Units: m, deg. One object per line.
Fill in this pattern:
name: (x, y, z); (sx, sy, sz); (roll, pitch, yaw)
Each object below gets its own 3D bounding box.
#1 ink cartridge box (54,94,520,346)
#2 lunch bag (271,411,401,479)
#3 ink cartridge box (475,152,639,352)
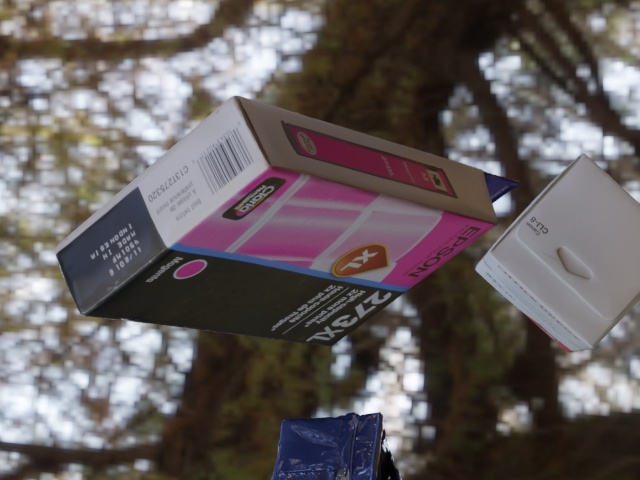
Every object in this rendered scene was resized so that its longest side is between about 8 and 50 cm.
ink cartridge box: (0.000, 0.000, 1.225); (0.371, 0.176, 0.069); (9, -131, -56)
lunch bag: (0.013, 0.138, 0.932); (0.098, 0.065, 0.067); (-82, -17, -67)
ink cartridge box: (0.234, 0.016, 1.577); (0.127, 0.128, 0.176); (-47, -4, -2)
